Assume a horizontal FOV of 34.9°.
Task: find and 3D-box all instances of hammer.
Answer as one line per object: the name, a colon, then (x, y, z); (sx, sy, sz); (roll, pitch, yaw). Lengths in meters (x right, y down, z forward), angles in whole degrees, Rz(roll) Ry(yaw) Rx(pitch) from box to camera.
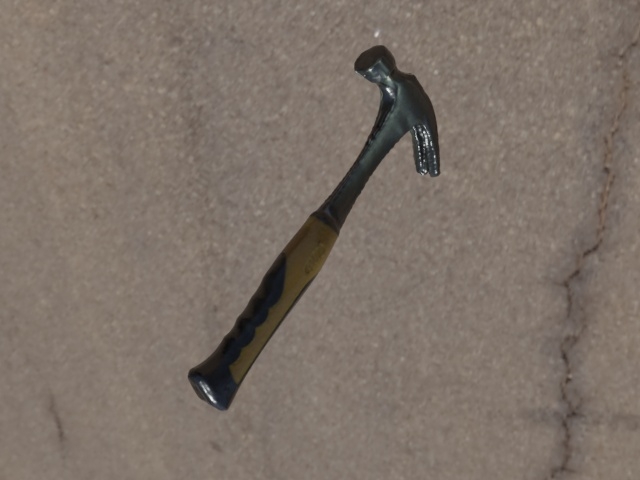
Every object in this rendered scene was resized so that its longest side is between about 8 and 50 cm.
hammer: (0.000, 0.000, 0.524); (0.021, 0.201, 0.078); (17, 160, 50)
